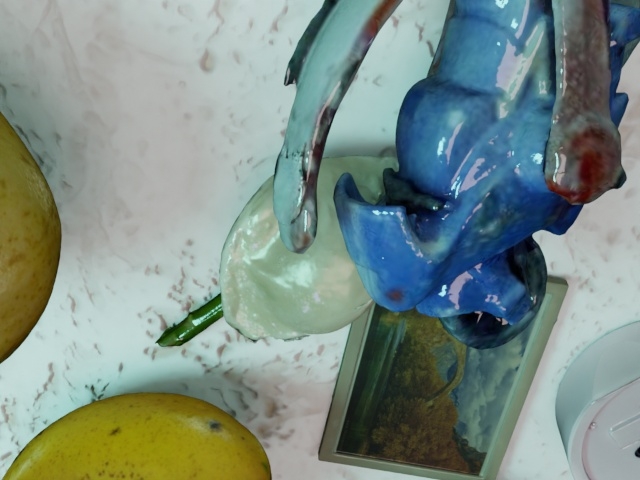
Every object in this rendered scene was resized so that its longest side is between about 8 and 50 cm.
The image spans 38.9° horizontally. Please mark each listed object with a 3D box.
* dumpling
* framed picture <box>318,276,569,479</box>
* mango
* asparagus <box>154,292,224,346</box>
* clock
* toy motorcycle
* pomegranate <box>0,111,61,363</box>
[{"bbox_3d":[0.000,0.000,0.735,0.199,0.118,0.136,-29,107,-4],"label":"dumpling"},{"bbox_3d":[0.108,0.127,0.854,0.184,0.016,0.250,11,119,-4],"label":"framed picture"},{"bbox_3d":[-0.174,0.234,0.823,0.290,0.191,0.160,-24,149,16],"label":"mango"},{"bbox_3d":[-0.109,0.071,0.824,0.108,0.025,0.021,-35,93,22],"label":"asparagus"},{"bbox_3d":[0.323,0.169,0.844,0.197,0.068,0.196,0,119,1],"label":"clock"},{"bbox_3d":[0.093,-0.085,0.644,0.241,0.182,0.319,16,101,-3],"label":"toy motorcycle"},{"bbox_3d":[-0.327,-0.012,0.634,0.307,0.307,0.307,1,119,1],"label":"pomegranate"}]
